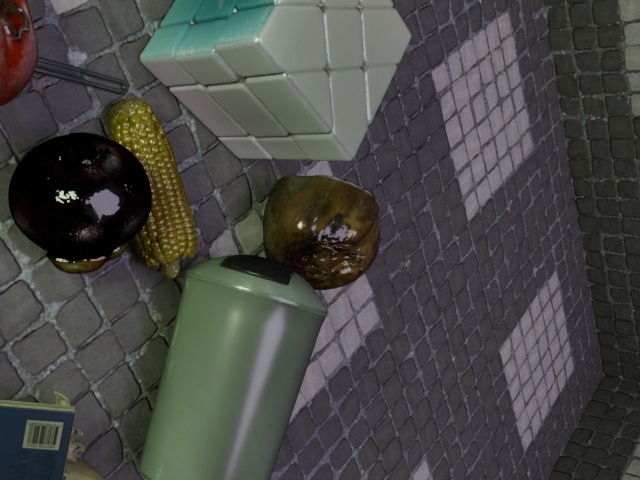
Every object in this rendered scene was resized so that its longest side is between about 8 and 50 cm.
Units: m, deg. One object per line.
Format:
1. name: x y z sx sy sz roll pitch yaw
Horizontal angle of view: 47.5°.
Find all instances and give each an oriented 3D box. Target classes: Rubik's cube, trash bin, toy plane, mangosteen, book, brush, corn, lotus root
1. Rubik's cube: -0.073 -0.362 1.350 0.319 0.316 0.322 45 63 -42
2. trash bin: -0.160 0.241 1.361 0.280 0.280 0.432 22 81 -48
3. toy plane: -0.449 0.370 1.179 0.256 0.104 0.242 37 82 -38
4. mangosteen: -0.374 -0.045 1.151 0.211 0.211 0.250 -42 155 -38
5. book: -0.487 0.368 1.088 0.190 0.025 0.269 10 97 -20
6. brush: -0.422 -0.277 1.175 0.266 0.027 0.062 5 91 -49
7. corn: -0.299 -0.087 1.280 0.119 0.119 0.322 -30 112 -43
8. lotus root: 0.000 0.000 1.494 0.272 0.272 0.192 61 28 -34

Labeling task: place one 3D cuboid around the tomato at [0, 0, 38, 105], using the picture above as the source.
1. tomato: -0.500 -0.292 0.929 0.270 0.227 0.270 -8 90 -84
